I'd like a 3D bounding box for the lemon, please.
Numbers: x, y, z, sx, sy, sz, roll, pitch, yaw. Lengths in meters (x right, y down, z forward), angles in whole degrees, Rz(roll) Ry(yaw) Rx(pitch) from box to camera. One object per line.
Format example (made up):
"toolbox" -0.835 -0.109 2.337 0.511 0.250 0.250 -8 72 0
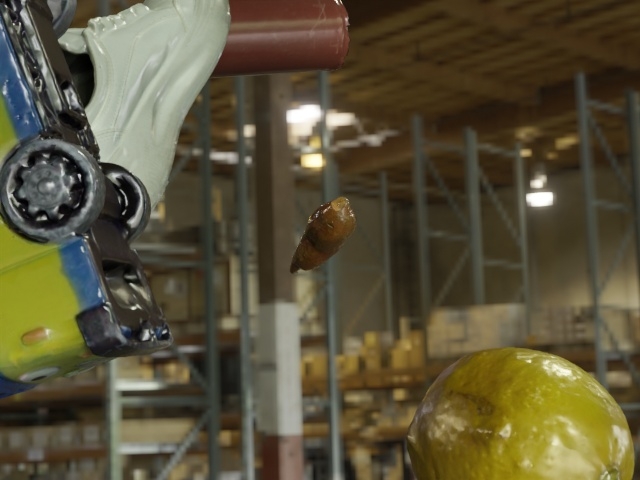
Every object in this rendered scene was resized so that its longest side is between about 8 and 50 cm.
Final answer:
"lemon" 0.225 0.237 1.651 0.233 0.234 0.288 8 4 -45

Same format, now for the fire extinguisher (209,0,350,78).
"fire extinguisher" -0.134 -0.244 1.889 0.337 0.147 0.106 -7 30 -24

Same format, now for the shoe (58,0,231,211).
"shoe" -0.190 -0.148 1.262 0.124 0.316 0.159 -26 -51 39

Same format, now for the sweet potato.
"sweet potato" 0.000 0.000 1.718 0.056 0.056 0.195 2 -29 -21

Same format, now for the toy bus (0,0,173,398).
"toy bus" -0.205 -0.048 0.798 0.175 0.288 0.138 -21 -5 4
